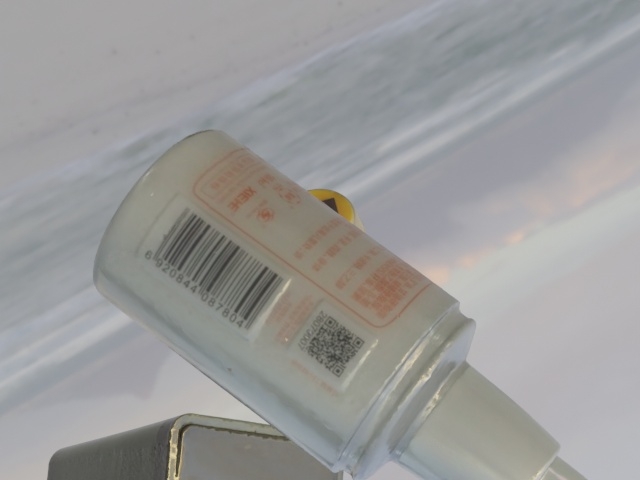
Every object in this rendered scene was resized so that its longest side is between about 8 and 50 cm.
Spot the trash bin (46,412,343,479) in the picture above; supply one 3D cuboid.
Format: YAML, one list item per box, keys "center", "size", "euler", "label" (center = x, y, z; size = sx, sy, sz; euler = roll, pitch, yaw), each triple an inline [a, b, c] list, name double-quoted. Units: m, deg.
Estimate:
- center: [-0.119, 0.224, 1.133]
  size: [0.164, 0.122, 0.240]
  euler: [15, 160, -34]
  label: "trash bin"

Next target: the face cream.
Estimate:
- center: [0.019, 0.055, 0.624]
  size: [0.101, 0.252, 0.101]
  euler: [-51, 168, -15]
  label: "face cream"

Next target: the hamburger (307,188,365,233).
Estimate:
- center: [0.000, 0.000, 1.798]
  size: [0.126, 0.141, 0.081]
  euler: [-29, 138, -8]
  label: "hamburger"
